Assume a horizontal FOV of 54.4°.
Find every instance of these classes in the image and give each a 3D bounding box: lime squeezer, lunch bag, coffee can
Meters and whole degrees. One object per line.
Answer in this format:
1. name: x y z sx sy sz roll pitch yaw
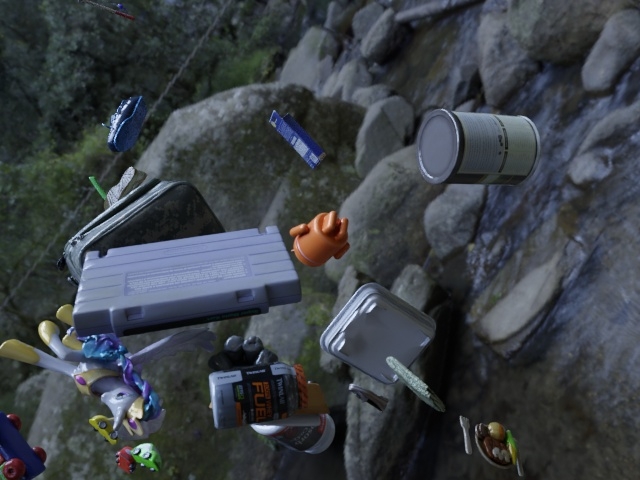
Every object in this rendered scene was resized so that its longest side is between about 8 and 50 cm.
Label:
1. lime squeezer: -0.623 -0.036 1.845 0.059 0.110 0.310 -177 84 -78
2. lunch bag: -0.387 0.014 1.335 0.305 0.212 0.256 -40 23 -21
3. coffee can: 0.435 -0.253 1.724 0.201 0.275 0.202 179 90 -67

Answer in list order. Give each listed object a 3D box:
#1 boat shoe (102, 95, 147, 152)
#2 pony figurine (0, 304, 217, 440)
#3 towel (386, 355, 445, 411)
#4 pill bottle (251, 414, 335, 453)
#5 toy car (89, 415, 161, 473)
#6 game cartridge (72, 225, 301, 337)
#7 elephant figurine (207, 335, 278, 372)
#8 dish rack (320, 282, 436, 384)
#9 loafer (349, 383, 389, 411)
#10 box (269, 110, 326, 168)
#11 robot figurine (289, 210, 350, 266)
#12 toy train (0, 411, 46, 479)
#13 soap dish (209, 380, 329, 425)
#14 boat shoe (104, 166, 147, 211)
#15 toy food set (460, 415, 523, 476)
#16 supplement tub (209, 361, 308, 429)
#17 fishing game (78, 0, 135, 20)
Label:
1. boat shoe: -0.642 -0.371 2.029 0.258 0.089 0.109 -78 -16 -48
2. pony figurine: -0.438 0.283 1.350 0.303 0.363 0.351 -63 -18 6
3. towel: 0.211 0.321 1.388 0.027 0.110 0.148 -45 42 -7
4. pill bottle: -0.100 0.680 2.373 0.210 0.363 0.210 -17 52 23
5. toy car: -0.511 0.576 1.717 0.225 0.239 0.053 6 39 34
6. game cartridge: -0.225 0.066 1.065 0.230 0.355 0.068 -115 19 -58
7. elephant figurine: -0.174 0.345 1.496 0.186 0.169 0.239 -49 -21 -31
8. dish rack: 0.197 0.318 1.998 0.285 0.333 0.072 -52 24 11
9. loafer: 0.131 0.432 1.709 0.045 0.125 0.039 -27 39 62
10. box: -0.078 -0.346 2.102 0.036 0.225 0.136 -45 3 -12
11. robot figurine: -0.002 -0.001 1.924 0.219 0.158 0.128 -44 64 43
12. toy train: -0.686 0.410 1.253 0.143 0.248 0.105 -41 -5 0
13. soap dish: -0.145 0.442 1.715 0.291 0.229 0.118 -18 66 56
14. boat shoe: -0.520 -0.129 1.655 0.153 0.048 0.056 -49 54 18
15. toy food set: 0.461 0.533 1.634 0.038 0.192 0.132 -54 20 34
16. supplement tub: -0.127 0.313 1.272 0.117 0.190 0.117 172 90 -77
17. fishing game: -0.457 -0.618 1.369 0.264 0.189 0.041 125 152 -48
